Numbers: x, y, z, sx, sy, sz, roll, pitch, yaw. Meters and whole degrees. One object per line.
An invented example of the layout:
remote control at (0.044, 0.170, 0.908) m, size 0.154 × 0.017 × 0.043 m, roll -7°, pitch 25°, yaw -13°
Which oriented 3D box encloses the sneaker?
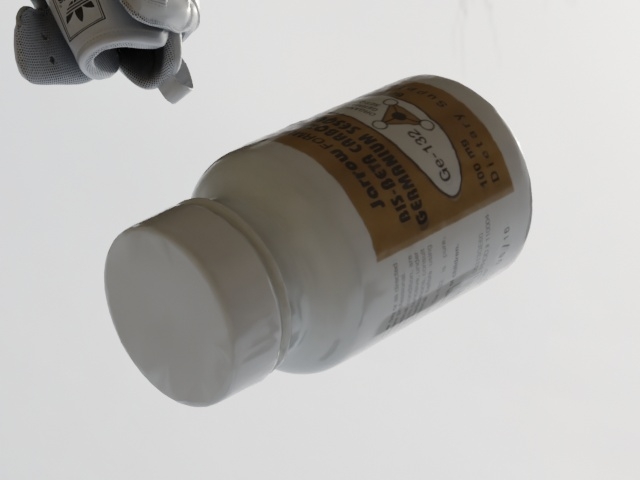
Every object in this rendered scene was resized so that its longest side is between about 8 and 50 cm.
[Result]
sneaker at (-0.201, -0.249, 1.262) m, size 0.137 × 0.366 × 0.210 m, roll -23°, pitch -125°, yaw 26°

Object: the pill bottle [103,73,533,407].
pill bottle at (0.000, 0.000, 0.954) m, size 0.131 × 0.131 × 0.229 m, roll 33°, pitch -138°, yaw 32°
